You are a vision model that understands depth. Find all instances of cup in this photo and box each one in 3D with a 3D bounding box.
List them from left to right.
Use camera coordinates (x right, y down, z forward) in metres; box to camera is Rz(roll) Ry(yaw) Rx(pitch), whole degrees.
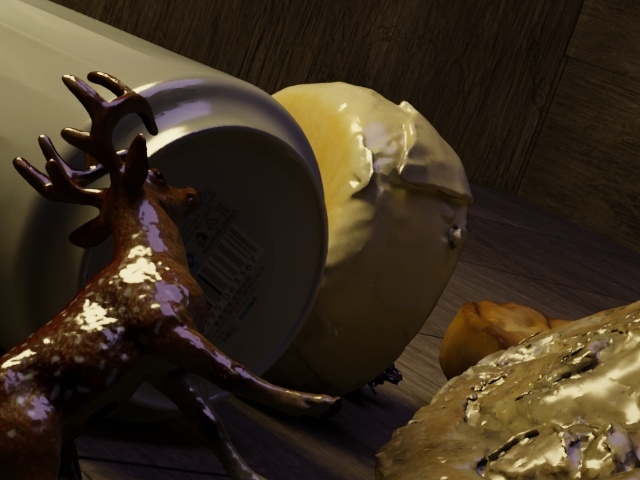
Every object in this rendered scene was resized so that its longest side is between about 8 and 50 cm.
[{"bbox_3d":[-0.200,-0.028,1.223,0.322,0.237,0.327,-8,24,-36],"label":"cup"}]

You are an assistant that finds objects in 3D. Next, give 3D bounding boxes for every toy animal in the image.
[{"bbox_3d":[-0.115,0.041,0.953,0.260,0.087,0.243,42,56,17],"label":"toy animal"}]

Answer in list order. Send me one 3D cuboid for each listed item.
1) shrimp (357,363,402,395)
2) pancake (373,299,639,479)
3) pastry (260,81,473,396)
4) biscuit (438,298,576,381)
[{"bbox_3d":[-0.004,0.078,1.521,0.174,0.076,0.082,26,32,37],"label":"shrimp"},{"bbox_3d":[0.215,0.103,1.133,0.387,0.082,0.387,-24,15,7],"label":"pancake"},{"bbox_3d":[-0.002,0.000,1.403,0.133,0.265,0.265,33,0,-33],"label":"pastry"},{"bbox_3d":[0.239,0.145,1.553,0.296,0.102,0.296,22,10,-4],"label":"biscuit"}]
